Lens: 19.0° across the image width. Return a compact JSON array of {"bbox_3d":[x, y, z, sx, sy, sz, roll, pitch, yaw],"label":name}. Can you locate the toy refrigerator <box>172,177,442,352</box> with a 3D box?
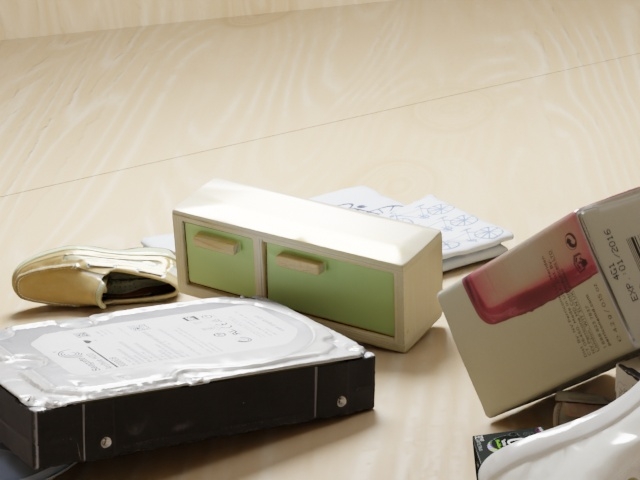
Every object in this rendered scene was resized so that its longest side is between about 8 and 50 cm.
[{"bbox_3d":[-0.016,0.024,1.948,0.270,0.102,0.094,15,33,27],"label":"toy refrigerator"}]

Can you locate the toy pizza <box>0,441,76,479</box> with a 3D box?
[{"bbox_3d":[-0.301,0.196,1.716,0.201,0.032,0.201,-6,20,2],"label":"toy pizza"}]

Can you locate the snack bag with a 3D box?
[{"bbox_3d":[0.000,0.000,2.197,0.323,0.037,0.342,-15,20,-23],"label":"snack bag"}]

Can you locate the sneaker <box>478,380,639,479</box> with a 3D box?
[{"bbox_3d":[0.249,0.169,1.382,0.290,0.106,0.123,-33,37,25],"label":"sneaker"}]

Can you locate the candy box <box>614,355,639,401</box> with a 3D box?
[{"bbox_3d":[0.358,0.142,1.527,0.165,0.070,0.196,-18,31,-30],"label":"candy box"}]

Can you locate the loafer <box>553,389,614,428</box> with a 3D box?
[{"bbox_3d":[0.261,0.156,1.634,0.125,0.039,0.045,8,-8,13],"label":"loafer"}]

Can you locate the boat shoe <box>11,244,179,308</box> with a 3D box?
[{"bbox_3d":[-0.247,0.045,2.111,0.190,0.068,0.072,-7,30,-2],"label":"boat shoe"}]

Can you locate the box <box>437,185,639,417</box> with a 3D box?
[{"bbox_3d":[0.234,0.049,1.659,0.149,0.126,0.232,-17,-10,-32],"label":"box"}]

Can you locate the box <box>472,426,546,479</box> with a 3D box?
[{"bbox_3d":[0.158,0.191,1.531,0.062,0.052,0.083,-8,17,-1],"label":"box"}]

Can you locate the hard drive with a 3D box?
[{"bbox_3d":[-0.151,0.121,1.770,0.339,0.064,0.237,-8,16,-28],"label":"hard drive"}]
